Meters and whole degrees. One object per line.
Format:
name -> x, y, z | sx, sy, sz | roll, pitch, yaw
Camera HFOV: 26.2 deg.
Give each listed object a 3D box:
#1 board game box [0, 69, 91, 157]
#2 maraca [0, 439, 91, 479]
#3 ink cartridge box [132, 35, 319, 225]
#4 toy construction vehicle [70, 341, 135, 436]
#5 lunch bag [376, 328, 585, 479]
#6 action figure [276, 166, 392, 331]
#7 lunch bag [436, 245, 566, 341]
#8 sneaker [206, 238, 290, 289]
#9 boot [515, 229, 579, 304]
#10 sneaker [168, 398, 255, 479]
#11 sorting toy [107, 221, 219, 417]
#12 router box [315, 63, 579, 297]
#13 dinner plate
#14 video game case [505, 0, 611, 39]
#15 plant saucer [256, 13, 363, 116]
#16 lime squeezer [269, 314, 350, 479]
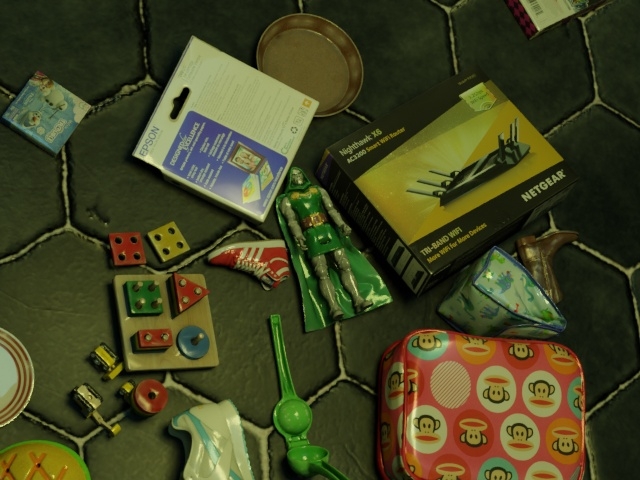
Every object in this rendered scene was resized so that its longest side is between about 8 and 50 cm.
board game box -> -0.377, -0.174, 1.892 | 0.090, 0.020, 0.090 | 34, 63, -8
maraca -> -0.371, 0.312, 1.682 | 0.185, 0.099, 0.127 | -10, 78, 2
ink cartridge box -> -0.134, -0.155, 1.950 | 0.208, 0.045, 0.206 | 27, 71, -8
toy construction vehicle -> -0.279, 0.196, 1.794 | 0.098, 0.035, 0.086 | 44, 51, -4
lunch bag -> 0.226, 0.264, 1.910 | 0.293, 0.120, 0.258 | 9, 69, -18
action figure -> 0.000, 0.000, 1.955 | 0.137, 0.063, 0.232 | -18, 75, -22
lunch bag -> 0.263, 0.101, 1.976 | 0.151, 0.129, 0.096 | 36, 61, -5
sneaker -> -0.096, 0.037, 1.911 | 0.118, 0.042, 0.067 | -7, 71, -25
boot -> 0.355, 0.046, 2.083 | 0.106, 0.037, 0.114 | -10, 72, -10
sneaker -> -0.131, 0.324, 1.779 | 0.092, 0.087, 0.229 | -12, 69, -17
sorting toy -> -0.202, 0.095, 1.835 | 0.132, 0.046, 0.274 | 0, 67, -30
router box -> 0.187, -0.094, 2.019 | 0.309, 0.081, 0.243 | -32, 72, -27
dinner plate -> -0.435, 0.174, 1.747 | 0.141, 0.017, 0.141 | 6, 70, -18
video game case -> 0.368, -0.468, 2.270 | 0.210, 0.042, 0.232 | -28, 83, -27
plant saucer -> -0.019, -0.258, 2.055 | 0.168, 0.029, 0.168 | 7, 70, -19
lime squeezer -> -0.029, 0.243, 1.837 | 0.059, 0.110, 0.310 | -17, 46, -9
